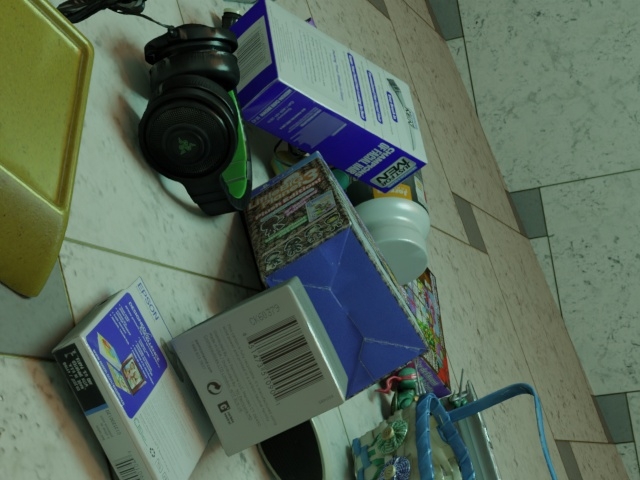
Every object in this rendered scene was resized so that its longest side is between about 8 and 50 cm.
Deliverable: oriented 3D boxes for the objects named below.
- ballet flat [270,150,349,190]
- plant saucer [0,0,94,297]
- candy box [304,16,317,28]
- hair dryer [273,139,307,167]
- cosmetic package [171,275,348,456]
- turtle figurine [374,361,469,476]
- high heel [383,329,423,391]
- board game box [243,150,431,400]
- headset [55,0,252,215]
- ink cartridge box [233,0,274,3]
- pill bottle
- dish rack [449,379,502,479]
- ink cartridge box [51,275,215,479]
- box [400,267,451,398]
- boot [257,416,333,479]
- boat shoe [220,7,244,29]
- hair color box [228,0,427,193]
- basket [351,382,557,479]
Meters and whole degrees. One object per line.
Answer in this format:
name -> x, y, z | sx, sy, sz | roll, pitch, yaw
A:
ballet flat -> -0.016, -0.119, 2.071 | 0.073, 0.080, 0.232 | 51, 14, 15
plant saucer -> -0.337, -0.161, 1.204 | 0.333, 0.081, 0.333 | 44, 38, -46
candy box -> -0.026, -0.307, 2.261 | 0.165, 0.070, 0.196 | 62, 19, -14
hair dryer -> -0.051, -0.214, 2.046 | 0.223, 0.080, 0.293 | 54, 32, 0
cosmetic package -> -0.066, 0.143, 1.451 | 0.184, 0.151, 0.151 | -11, 75, -87
turtle figurine -> 0.172, 0.294, 2.019 | 0.175, 0.118, 0.234 | -14, 97, -53
high heel -> 0.074, 0.174, 2.011 | 0.244, 0.082, 0.117 | 23, 85, -50
board game box -> 0.015, 0.043, 1.748 | 0.232, 0.141, 0.291 | 57, 5, -24
headset -> -0.200, -0.194, 1.648 | 0.394, 0.185, 0.243 | 66, 16, -51
ink cartridge box -> -0.129, -0.511, 2.201 | 0.153, 0.087, 0.208 | 66, 19, -1
pill bottle -> 0.112, -0.063, 2.204 | 0.162, 0.162, 0.278 | 47, 26, -42
dish rack -> 0.289, 0.430, 2.164 | 0.285, 0.072, 0.333 | 60, 13, -69
ink cartridge box -> -0.193, 0.163, 1.320 | 0.206, 0.045, 0.208 | 64, 16, -10
box -> 0.162, 0.127, 2.269 | 0.201, 0.057, 0.293 | 49, 26, -39
boot -> -0.030, 0.216, 1.635 | 0.244, 0.088, 0.176 | 66, 18, 9
boat shoe -> -0.134, -0.355, 2.080 | 0.133, 0.049, 0.042 | 23, 74, -72
hair color box -> 0.011, -0.227, 1.963 | 0.339, 0.110, 0.185 | 24, 42, -37
basket -> 0.195, 0.343, 1.757 | 0.255, 0.289, 0.201 | -94, 161, -54
